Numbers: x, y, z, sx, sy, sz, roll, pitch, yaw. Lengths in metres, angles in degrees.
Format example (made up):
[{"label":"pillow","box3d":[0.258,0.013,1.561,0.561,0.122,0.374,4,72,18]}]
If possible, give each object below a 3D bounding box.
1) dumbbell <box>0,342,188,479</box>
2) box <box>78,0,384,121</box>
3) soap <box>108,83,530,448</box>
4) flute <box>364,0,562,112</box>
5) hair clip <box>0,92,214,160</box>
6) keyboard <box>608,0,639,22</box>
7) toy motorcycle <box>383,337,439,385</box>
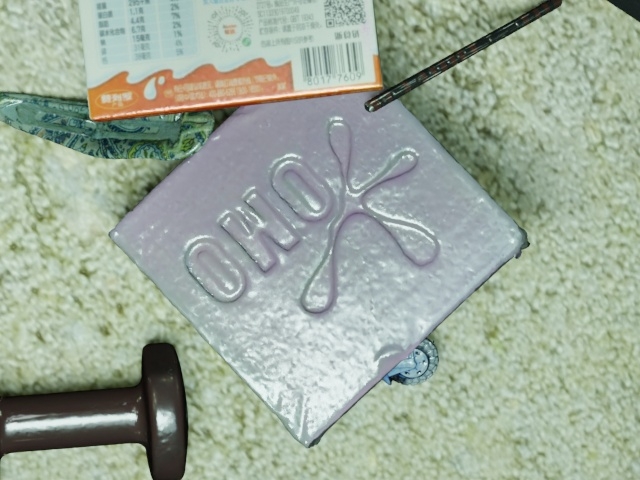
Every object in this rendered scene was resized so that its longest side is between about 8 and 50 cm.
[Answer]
[{"label":"dumbbell","box3d":[-0.241,0.173,1.917,0.225,0.140,0.124,-5,116,-9]},{"label":"box","box3d":[-0.090,-0.253,1.814,0.273,0.048,0.265,-5,89,3]},{"label":"soap","box3d":[0.000,0.000,1.871,0.296,0.107,0.285,-45,87,0]},{"label":"flute","box3d":[0.138,-0.177,1.871,0.269,0.014,0.014,-31,111,-33]},{"label":"hair clip","box3d":[-0.206,-0.111,1.866,0.229,0.036,0.066,7,70,16]},{"label":"keyboard","box3d":[0.378,-0.239,1.962,0.262,0.016,0.106,31,98,-15]},{"label":"toy motorcycle","box3d":[0.027,0.075,1.969,0.114,0.076,0.205,-33,107,9]}]
